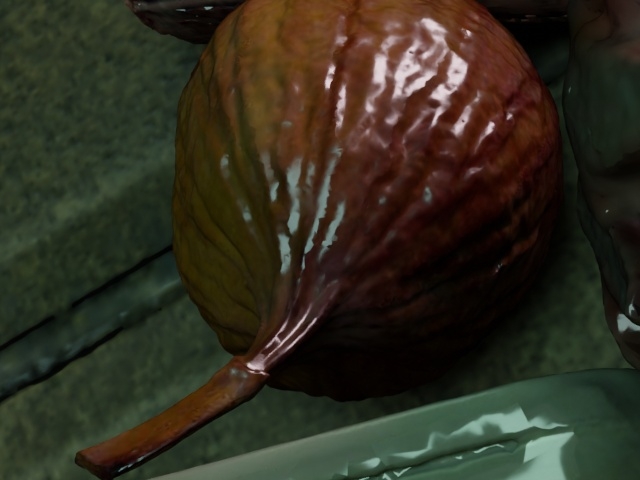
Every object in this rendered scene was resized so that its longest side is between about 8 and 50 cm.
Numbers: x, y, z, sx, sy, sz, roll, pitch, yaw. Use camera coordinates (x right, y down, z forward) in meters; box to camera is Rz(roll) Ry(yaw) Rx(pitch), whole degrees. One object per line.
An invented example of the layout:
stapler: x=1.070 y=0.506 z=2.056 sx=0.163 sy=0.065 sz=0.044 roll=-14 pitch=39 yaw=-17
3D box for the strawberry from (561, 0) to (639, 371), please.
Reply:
strawberry: x=0.226 y=-0.048 z=0.438 sx=0.336 sy=0.149 sz=0.265 roll=-2 pitch=86 yaw=-12

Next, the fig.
fig: x=0.000 y=0.000 z=0.558 sx=0.133 sy=0.201 sz=0.146 roll=-1 pitch=111 yaw=18

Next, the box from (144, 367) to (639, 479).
box: x=-0.015 y=0.251 z=0.521 sx=0.351 sy=0.177 sz=0.344 roll=-17 pitch=72 yaw=18

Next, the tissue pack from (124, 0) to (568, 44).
tissue pack: x=0.082 y=-0.196 z=0.635 sx=0.332 sy=0.123 sz=0.245 roll=-3 pitch=83 yaw=26
